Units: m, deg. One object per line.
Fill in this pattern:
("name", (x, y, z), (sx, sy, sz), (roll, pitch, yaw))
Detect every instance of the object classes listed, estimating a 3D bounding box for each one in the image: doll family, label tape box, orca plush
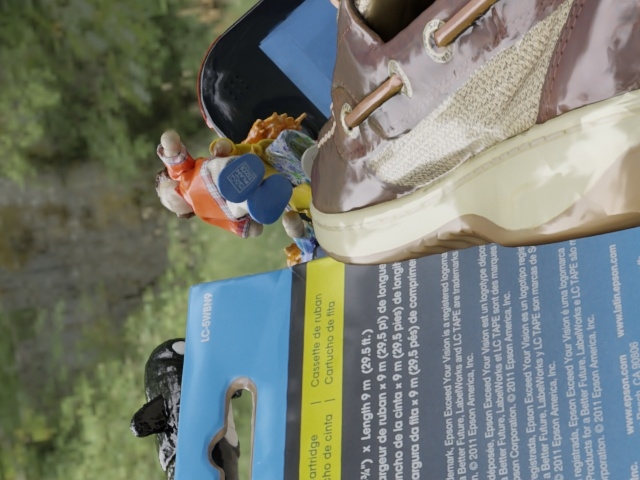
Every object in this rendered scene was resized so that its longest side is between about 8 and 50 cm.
("doll family", (0.000, 0.000, 1.026), (0.263, 0.118, 0.163), (51, 161, -19))
("label tape box", (0.088, 0.115, 0.833), (0.106, 0.334, 0.240), (49, -145, -49))
("orca plush", (-0.149, 0.208, 1.456), (0.151, 0.102, 0.287), (-41, 44, 45))

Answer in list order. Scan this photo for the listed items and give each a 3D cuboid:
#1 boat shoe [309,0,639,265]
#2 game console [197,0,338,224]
("boat shoe", (0.064, -0.063, 0.543), (0.342, 0.123, 0.123), (176, 80, -79))
("game console", (0.121, -0.146, 1.290), (0.342, 0.386, 0.060), (48, 178, 18))
